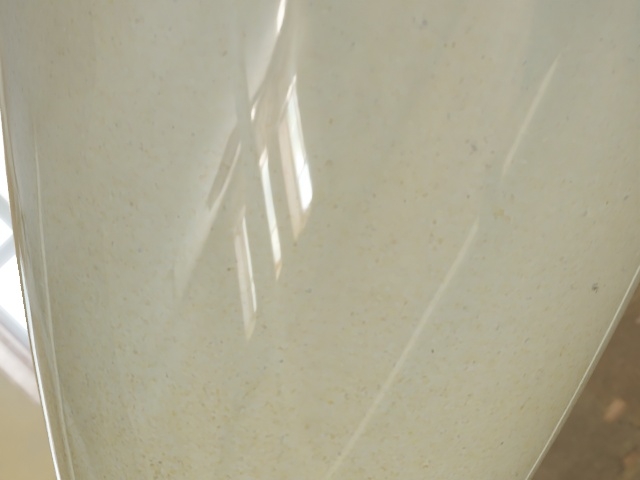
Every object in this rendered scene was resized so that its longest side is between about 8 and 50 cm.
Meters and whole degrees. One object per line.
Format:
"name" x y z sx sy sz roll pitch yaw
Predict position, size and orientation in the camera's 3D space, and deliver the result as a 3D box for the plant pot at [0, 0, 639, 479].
"plant pot" 0.000 0.000 0.445 0.256 0.256 0.274 -115 -146 -74
